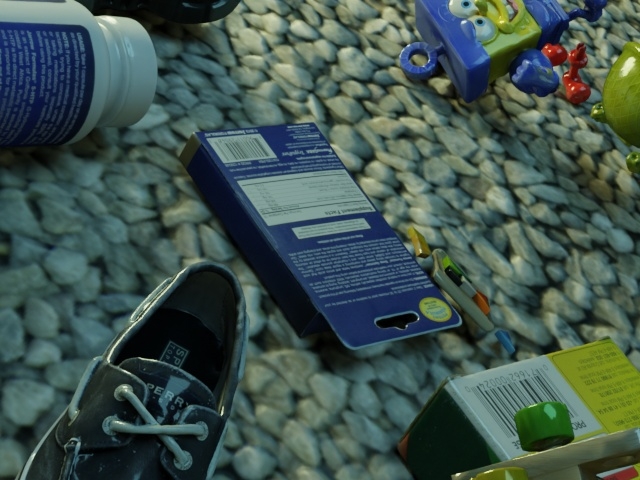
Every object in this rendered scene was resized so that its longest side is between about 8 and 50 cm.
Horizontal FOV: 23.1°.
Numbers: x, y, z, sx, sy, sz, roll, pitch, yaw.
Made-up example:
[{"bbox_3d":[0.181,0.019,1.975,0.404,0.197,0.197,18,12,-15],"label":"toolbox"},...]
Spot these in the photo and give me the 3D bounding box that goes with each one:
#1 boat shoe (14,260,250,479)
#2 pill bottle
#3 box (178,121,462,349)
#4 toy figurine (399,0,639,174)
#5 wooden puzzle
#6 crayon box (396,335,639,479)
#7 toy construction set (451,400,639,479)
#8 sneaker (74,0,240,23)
[{"bbox_3d":[-0.106,0.118,0.939,0.108,0.102,0.301,31,34,-4],"label":"boat shoe"},{"bbox_3d":[-0.217,-0.123,1.135,0.186,0.112,0.112,-4,49,-41],"label":"pill bottle"},{"bbox_3d":[0.000,0.000,1.227,0.136,0.036,0.225,-8,52,-44],"label":"box"},{"bbox_3d":[0.186,-0.176,1.553,0.217,0.191,0.362,-22,66,-16],"label":"toy figurine"},{"bbox_3d":[0.116,0.038,1.266,0.116,0.014,0.078,44,14,-15],"label":"wooden puzzle"},{"bbox_3d":[0.223,0.223,1.098,0.202,0.081,0.318,-8,51,-44],"label":"crayon box"},{"bbox_3d":[0.158,0.177,0.874,0.257,0.309,0.237,18,56,-35],"label":"toy construction set"},{"bbox_3d":[-0.197,-0.241,1.335,0.267,0.101,0.106,7,23,-36],"label":"sneaker"}]
